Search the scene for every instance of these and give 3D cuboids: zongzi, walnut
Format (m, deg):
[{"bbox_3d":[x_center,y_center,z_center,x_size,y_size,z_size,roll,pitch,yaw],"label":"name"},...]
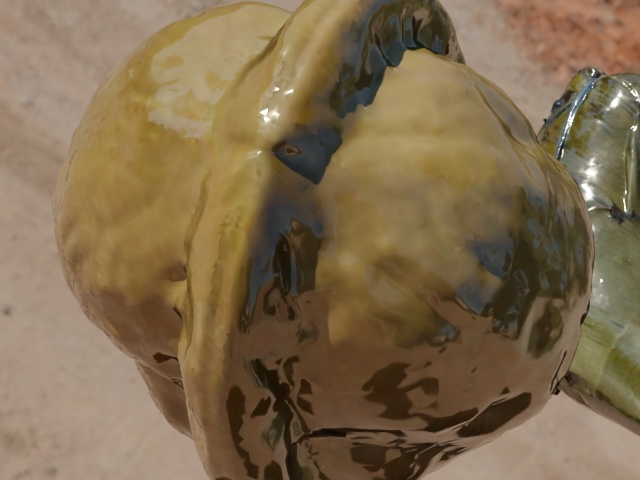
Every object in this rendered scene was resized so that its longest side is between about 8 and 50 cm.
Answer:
[{"bbox_3d":[0.301,0.020,1.557,0.160,0.323,0.360,23,6,-38],"label":"zongzi"},{"bbox_3d":[-0.004,0.002,1.130,0.383,0.383,0.383,25,31,-16],"label":"walnut"}]
